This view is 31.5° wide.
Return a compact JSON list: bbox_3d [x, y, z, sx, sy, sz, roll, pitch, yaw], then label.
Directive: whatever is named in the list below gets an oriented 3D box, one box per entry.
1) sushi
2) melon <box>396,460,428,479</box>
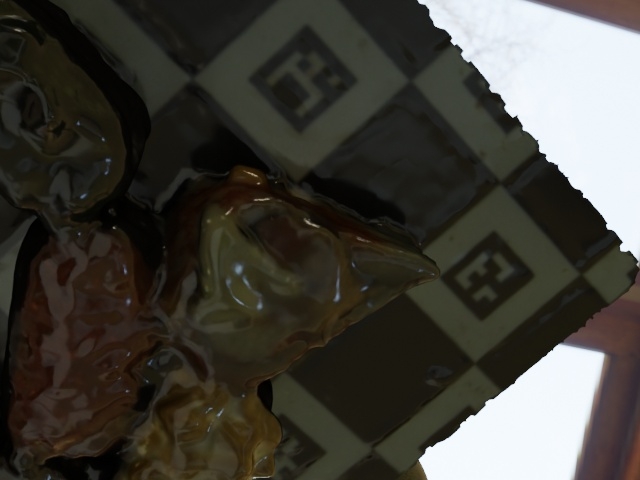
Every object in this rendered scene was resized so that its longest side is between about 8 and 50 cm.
[{"bbox_3d":[-0.089,0.022,0.439,0.343,0.359,0.064,-41,-157,8],"label":"sushi"},{"bbox_3d":[0.032,0.189,0.870,0.098,0.131,0.098,-21,-146,15],"label":"melon"}]
